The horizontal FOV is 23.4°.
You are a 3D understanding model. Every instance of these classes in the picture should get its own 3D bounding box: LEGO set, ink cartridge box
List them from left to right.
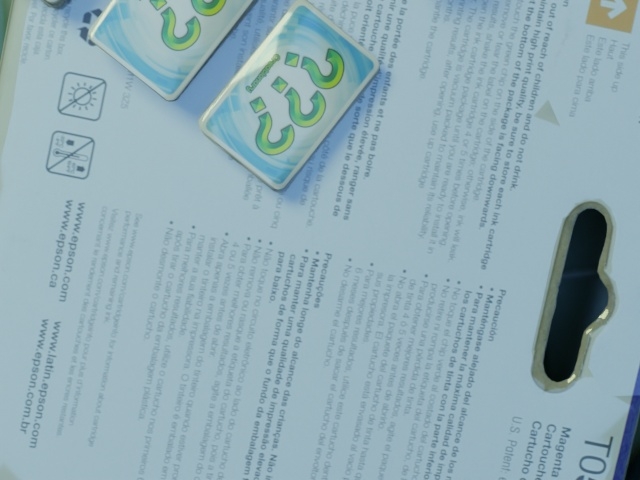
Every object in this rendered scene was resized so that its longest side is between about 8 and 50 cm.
[{"bbox_3d":[-0.007,-0.168,0.672,0.182,0.060,0.244,40,90,-8],"label":"LEGO set"},{"bbox_3d":[0.000,0.000,0.748,0.330,0.071,0.324,12,95,-5],"label":"ink cartridge box"}]

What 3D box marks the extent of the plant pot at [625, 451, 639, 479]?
[{"bbox_3d":[0.275,0.094,0.733,0.165,0.166,0.234,31,89,-7],"label":"plant pot"}]
